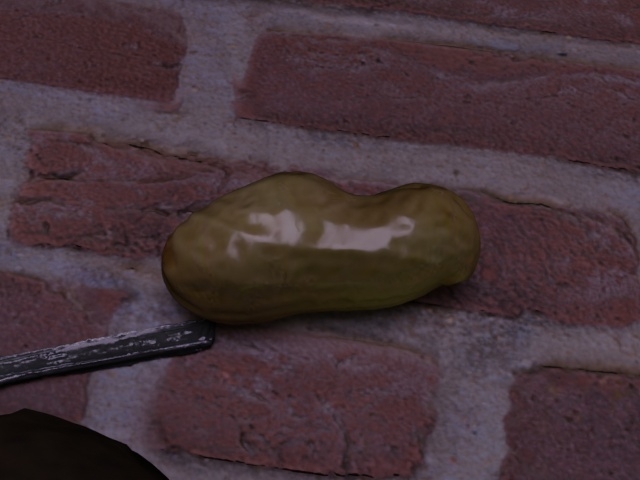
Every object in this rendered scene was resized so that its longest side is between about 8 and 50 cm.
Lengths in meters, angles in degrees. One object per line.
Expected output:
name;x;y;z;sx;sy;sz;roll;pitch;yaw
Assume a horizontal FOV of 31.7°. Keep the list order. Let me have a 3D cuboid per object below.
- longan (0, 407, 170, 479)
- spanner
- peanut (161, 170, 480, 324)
longan;-0.222;0.317;0.772;0.391;0.391;0.391;1;58;-2
spanner;-0.262;0.116;1.101;0.325;0.026;0.093;-10;58;-10
peanut;0.000;0.000;1.118;0.319;0.147;0.147;-7;58;-4
